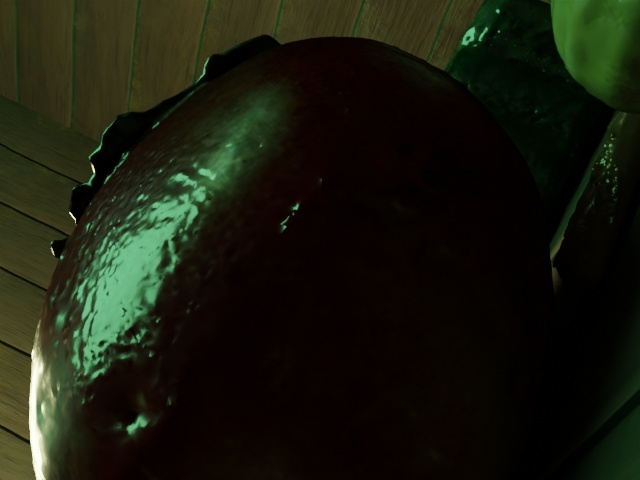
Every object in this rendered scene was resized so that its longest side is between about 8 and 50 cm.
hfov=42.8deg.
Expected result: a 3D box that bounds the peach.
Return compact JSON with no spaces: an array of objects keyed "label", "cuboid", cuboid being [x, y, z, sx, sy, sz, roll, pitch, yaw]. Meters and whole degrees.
[{"label":"peach","cuboid":[-0.003,0.050,0.583,0.353,0.339,0.417,-19,48,36]}]

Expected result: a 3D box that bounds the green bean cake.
[{"label":"green bean cake","cuboid":[0.188,-0.097,0.921,0.300,0.169,0.308,-63,-5,5]}]

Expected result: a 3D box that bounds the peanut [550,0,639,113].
[{"label":"peanut","cuboid":[0.206,-0.180,0.341,0.290,0.130,0.130,-64,-3,39]}]

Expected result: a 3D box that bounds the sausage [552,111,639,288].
[{"label":"sausage","cuboid":[0.202,-0.038,0.562,0.036,0.042,0.158,42,-111,-39]}]
